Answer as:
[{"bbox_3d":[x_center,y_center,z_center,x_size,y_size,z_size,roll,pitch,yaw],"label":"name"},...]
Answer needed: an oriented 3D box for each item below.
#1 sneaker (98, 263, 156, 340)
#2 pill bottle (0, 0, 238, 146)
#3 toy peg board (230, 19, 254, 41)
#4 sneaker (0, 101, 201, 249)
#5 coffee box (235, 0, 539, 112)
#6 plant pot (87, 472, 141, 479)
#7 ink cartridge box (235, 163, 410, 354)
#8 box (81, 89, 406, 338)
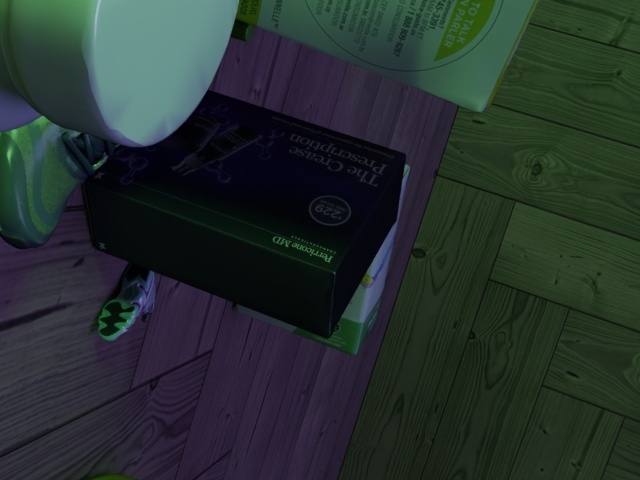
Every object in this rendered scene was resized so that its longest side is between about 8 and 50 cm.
[{"bbox_3d":[-0.207,0.079,0.993,0.069,0.038,0.098,83,30,-58],"label":"sneaker"},{"bbox_3d":[-0.175,-0.133,0.370,0.152,0.272,0.152,20,90,-76],"label":"pill bottle"},{"bbox_3d":[-0.081,-0.287,0.896,0.161,0.079,0.161,94,21,-46],"label":"toy peg board"},{"bbox_3d":[-0.165,-0.123,0.719,0.111,0.121,0.300,72,40,-66],"label":"sneaker"},{"bbox_3d":[0.048,-0.355,0.610,0.338,0.334,0.338,108,4,-45],"label":"coffee box"},{"bbox_3d":[-0.223,0.393,1.050,0.187,0.212,0.212,-61,168,-79],"label":"plant pot"},{"bbox_3d":[0.000,0.000,1.315,0.117,0.201,0.278,-50,154,-55],"label":"ink cartridge box"},{"bbox_3d":[-0.071,-0.039,0.892,0.103,0.261,0.184,93,22,-48],"label":"box"}]
